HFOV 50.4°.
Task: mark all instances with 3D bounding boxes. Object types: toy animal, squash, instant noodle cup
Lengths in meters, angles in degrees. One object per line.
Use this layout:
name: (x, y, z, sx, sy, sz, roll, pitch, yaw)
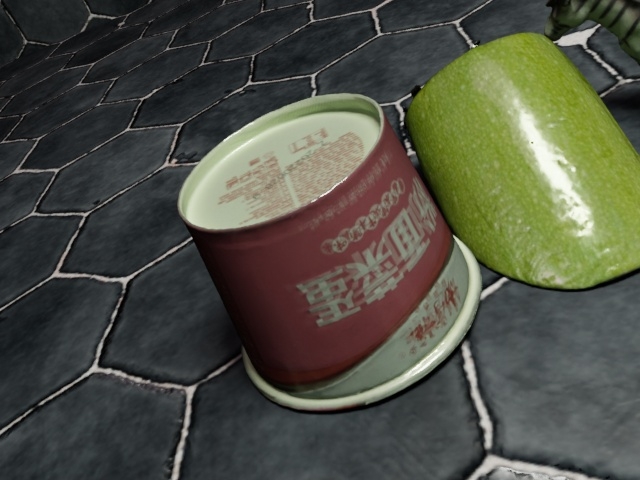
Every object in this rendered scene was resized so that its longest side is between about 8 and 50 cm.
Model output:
toy animal: (0.324, -0.188, 0.629, 0.073, 0.176, 0.217, -59, 35, 3)
squash: (0.208, -0.055, 0.667, 0.189, 0.189, 0.260, -24, 68, 2)
instant noodle cup: (0.000, 0.000, 0.578, 0.234, 0.178, 0.235, -19, 35, 14)
